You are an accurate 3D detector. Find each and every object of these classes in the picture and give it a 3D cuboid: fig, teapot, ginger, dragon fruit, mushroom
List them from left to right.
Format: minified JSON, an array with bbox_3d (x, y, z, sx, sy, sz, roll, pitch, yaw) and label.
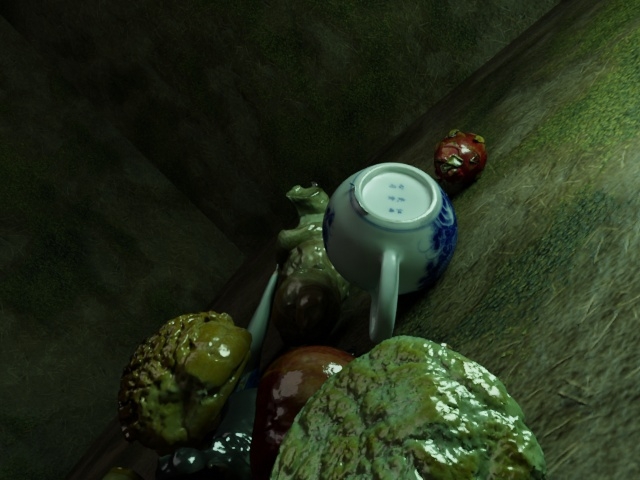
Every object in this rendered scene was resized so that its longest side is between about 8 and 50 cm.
[{"bbox_3d":[-0.023,0.130,1.423,0.256,0.176,0.375,-61,7,15],"label":"ginger"},{"bbox_3d":[0.007,0.006,1.616,0.292,0.217,0.212,92,-157,-45],"label":"mushroom"},{"bbox_3d":[0.041,0.235,0.745,0.249,0.186,0.204,-1,47,12],"label":"fig"},{"bbox_3d":[0.128,0.002,1.152,0.280,0.252,0.424,94,-177,-51],"label":"teapot"},{"bbox_3d":[0.338,-0.196,1.450,0.125,0.125,0.246,-12,-2,15],"label":"dragon fruit"}]

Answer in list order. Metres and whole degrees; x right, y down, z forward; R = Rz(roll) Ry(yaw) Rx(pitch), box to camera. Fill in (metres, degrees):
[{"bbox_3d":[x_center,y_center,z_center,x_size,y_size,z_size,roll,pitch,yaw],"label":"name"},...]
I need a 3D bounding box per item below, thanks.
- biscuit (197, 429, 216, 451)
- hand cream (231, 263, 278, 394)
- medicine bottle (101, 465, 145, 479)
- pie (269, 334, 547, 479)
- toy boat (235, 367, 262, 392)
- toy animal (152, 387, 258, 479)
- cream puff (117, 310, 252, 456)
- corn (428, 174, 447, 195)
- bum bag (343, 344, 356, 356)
[{"bbox_3d":[-0.302,0.527,1.246,0.318,0.040,0.318,-44,7,7],"label":"biscuit"},{"bbox_3d":[-0.163,0.228,1.526,0.124,0.077,0.341,108,178,-75],"label":"hand cream"},{"bbox_3d":[-0.487,0.630,1.363,0.124,0.124,0.239,-39,10,30],"label":"medicine bottle"},{"bbox_3d":[0.066,0.220,0.586,0.257,0.105,0.274,20,60,44],"label":"pie"},{"bbox_3d":[-0.124,0.335,1.236,0.110,0.091,0.175,-12,25,18],"label":"toy boat"},{"bbox_3d":[-0.114,0.326,0.899,0.106,0.168,0.343,-41,-5,8],"label":"toy animal"},{"bbox_3d":[-0.305,0.299,1.321,0.327,0.231,0.343,-56,-2,-44],"label":"cream puff"},{"bbox_3d":[0.226,-0.108,1.549,0.123,0.122,0.305,-19,8,-10],"label":"corn"},{"bbox_3d":[0.036,0.235,1.076,0.058,0.034,0.124,-30,15,24],"label":"bum bag"}]
